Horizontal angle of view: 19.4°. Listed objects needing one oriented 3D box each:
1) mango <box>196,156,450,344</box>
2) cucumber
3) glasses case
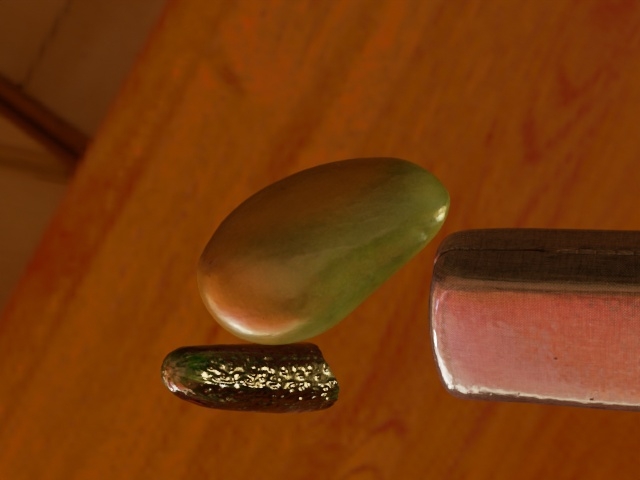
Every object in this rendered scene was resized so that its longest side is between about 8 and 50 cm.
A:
[{"bbox_3d":[0.000,0.000,1.774,0.251,0.114,0.156,-35,45,6],"label":"mango"},{"bbox_3d":[-0.071,0.139,1.907,0.074,0.241,0.074,-3,85,39],"label":"cucumber"},{"bbox_3d":[0.239,0.060,1.353,0.323,0.074,0.131,2,127,13],"label":"glasses case"}]
